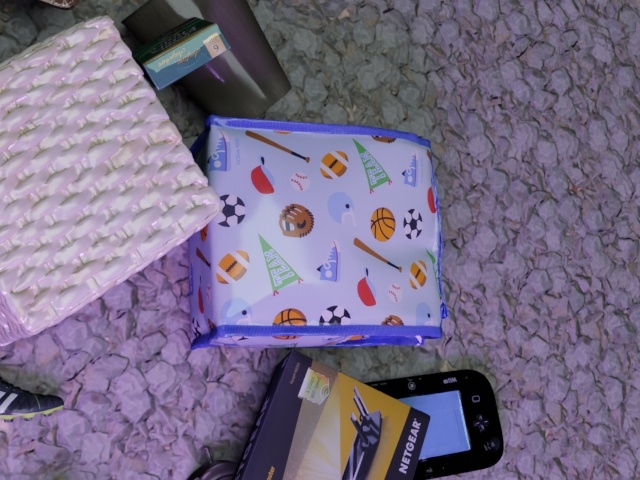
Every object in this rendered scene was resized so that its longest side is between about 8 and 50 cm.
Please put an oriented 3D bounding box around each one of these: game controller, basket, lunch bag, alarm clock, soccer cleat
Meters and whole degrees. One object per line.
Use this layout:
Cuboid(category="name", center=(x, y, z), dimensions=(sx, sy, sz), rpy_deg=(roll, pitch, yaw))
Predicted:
Cuboid(category="game controller", center=(0.154, 0.305, 1.668), dimensions=(0.319, 0.067, 0.167), rpy_deg=(-4, 84, -27))
Cuboid(category="basket", center=(-0.366, -0.074, 1.363), dimensions=(0.331, 0.266, 0.328), rpy_deg=(-34, 99, -24))
Cuboid(category="basket", center=(-0.159, -0.289, 1.559), dimensions=(0.227, 0.154, 0.204), rpy_deg=(55, 50, -13))
Cuboid(category="lunch bag", center=(0.000, 0.000, 1.547), dimensions=(0.385, 0.239, 0.328), rpy_deg=(-1, 81, -19))
Cuboid(category="alarm clock", center=(-0.125, 0.404, 1.524), dimensions=(0.192, 0.064, 0.129), rpy_deg=(41, 67, -18))
Cuboid(category="soccer cleat", center=(-0.440, 0.212, 1.399), dimensions=(0.178, 0.060, 0.072), rpy_deg=(1, 81, -23))

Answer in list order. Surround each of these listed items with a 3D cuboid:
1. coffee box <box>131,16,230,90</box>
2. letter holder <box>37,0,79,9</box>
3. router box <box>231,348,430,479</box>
Cuboid(category="coffee box", center=(-0.192, -0.255, 1.381), dimensions=(0.113, 0.184, 0.040), rpy_deg=(-30, 111, -5))
Cuboid(category="letter holder", center=(-0.458, -0.451, 1.436), dimensions=(0.301, 0.152, 0.215), rpy_deg=(27, 74, -20))
Cuboid(category="router box", center=(0.004, 0.349, 1.502), dimensions=(0.242, 0.081, 0.309), rpy_deg=(26, 58, -8))
